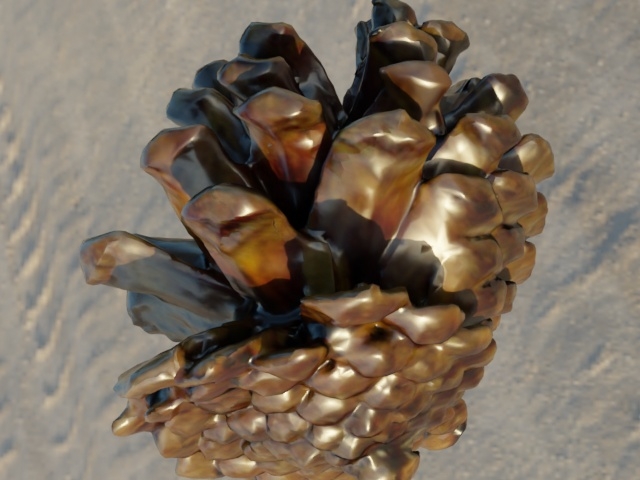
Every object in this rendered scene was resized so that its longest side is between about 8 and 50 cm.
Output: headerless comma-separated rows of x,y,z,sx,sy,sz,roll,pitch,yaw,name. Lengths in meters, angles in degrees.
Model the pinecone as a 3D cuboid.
0.003,0.003,0.483,0.195,0.150,0.179,-61,-17,-17,pinecone
